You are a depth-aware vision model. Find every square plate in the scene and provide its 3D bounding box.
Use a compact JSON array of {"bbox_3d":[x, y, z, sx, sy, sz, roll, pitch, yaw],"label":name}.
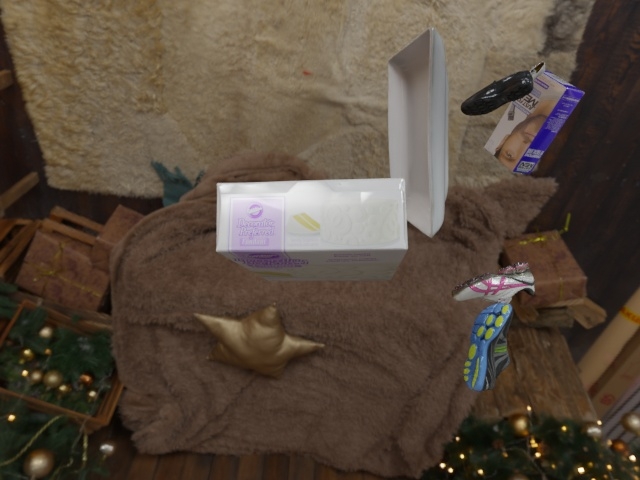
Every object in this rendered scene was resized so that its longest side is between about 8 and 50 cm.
[{"bbox_3d":[0.190,-0.207,0.942,0.049,0.347,0.345,-4,103,-2],"label":"square plate"}]

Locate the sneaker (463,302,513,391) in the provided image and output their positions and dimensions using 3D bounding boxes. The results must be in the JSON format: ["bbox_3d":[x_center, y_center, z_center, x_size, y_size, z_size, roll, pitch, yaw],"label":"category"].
[{"bbox_3d":[0.351,0.218,0.970,0.078,0.067,0.188,16,90,-28],"label":"sneaker"}]

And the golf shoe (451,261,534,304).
[{"bbox_3d":[0.391,0.111,1.066,0.185,0.086,0.067,-18,171,3],"label":"golf shoe"}]

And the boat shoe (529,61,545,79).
[{"bbox_3d":[0.661,-0.519,1.476,0.100,0.035,0.035,-38,148,2],"label":"boat shoe"}]

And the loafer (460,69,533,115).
[{"bbox_3d":[0.545,-0.456,1.470,0.223,0.078,0.076,-17,142,37],"label":"loafer"}]

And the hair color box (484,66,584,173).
[{"bbox_3d":[0.778,-0.438,1.750,0.110,0.185,0.339,0,130,-28],"label":"hair color box"}]

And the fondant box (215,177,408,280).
[{"bbox_3d":[0.000,0.000,0.733,0.238,0.096,0.330,-1,168,5],"label":"fondant box"}]
